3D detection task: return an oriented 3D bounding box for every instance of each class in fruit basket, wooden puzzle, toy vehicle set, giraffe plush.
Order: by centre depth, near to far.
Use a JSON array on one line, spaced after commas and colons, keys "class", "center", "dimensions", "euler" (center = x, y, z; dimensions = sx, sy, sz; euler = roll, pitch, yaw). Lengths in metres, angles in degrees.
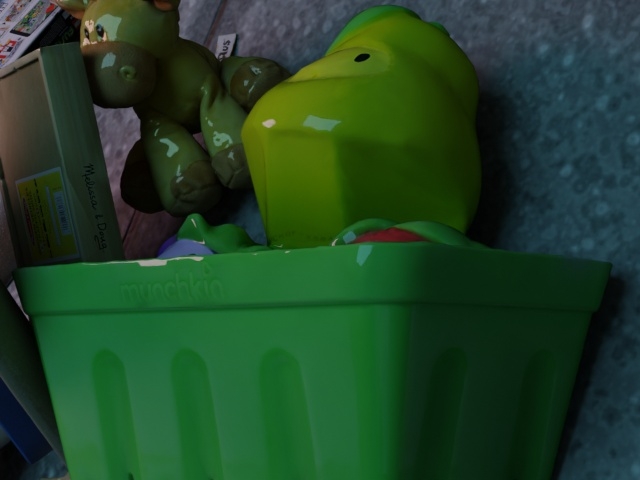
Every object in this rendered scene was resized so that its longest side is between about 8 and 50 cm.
[{"class": "fruit basket", "center": [0.000, 0.000, 1.025], "dimensions": [0.392, 0.283, 0.392], "euler": [-5, 83, 42]}, {"class": "wooden puzzle", "center": [-0.301, 0.024, 1.169], "dimensions": [0.080, 0.322, 0.348], "euler": [-34, 45, -10]}, {"class": "toy vehicle set", "center": [-0.221, -0.021, 1.259], "dimensions": [0.166, 0.035, 0.266], "euler": [-6, 96, 60]}, {"class": "giraffe plush", "center": [-0.136, -0.144, 1.261], "dimensions": [0.181, 0.170, 0.210], "euler": [-23, 48, 23]}]

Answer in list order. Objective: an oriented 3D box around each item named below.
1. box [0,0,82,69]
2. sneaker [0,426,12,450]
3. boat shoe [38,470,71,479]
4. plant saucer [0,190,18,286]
[{"class": "box", "center": [-0.342, -0.171, 1.527], "dimensions": [0.114, 0.036, 0.207], "euler": [13, 57, 39]}, {"class": "sneaker", "center": [-0.376, 0.180, 1.285], "dimensions": [0.107, 0.110, 0.275], "euler": [-12, 22, 49]}, {"class": "boat shoe", "center": [-0.193, 0.203, 1.231], "dimensions": [0.135, 0.050, 0.045], "euler": [-19, 61, 36]}, {"class": "plant saucer", "center": [-0.393, -0.042, 1.559], "dimensions": [0.311, 0.050, 0.310], "euler": [-22, 56, 35]}]
